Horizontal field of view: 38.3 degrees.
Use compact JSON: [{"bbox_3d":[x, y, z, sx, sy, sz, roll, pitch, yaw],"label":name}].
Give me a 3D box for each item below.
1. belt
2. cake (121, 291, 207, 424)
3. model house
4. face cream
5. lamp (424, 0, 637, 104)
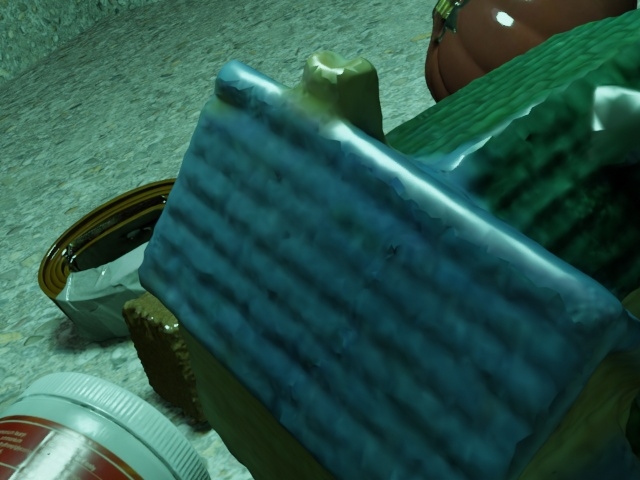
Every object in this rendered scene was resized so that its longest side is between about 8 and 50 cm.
[{"bbox_3d":[-0.244,0.025,1.226,0.261,0.105,0.184,-26,41,9],"label":"belt"},{"bbox_3d":[-0.119,0.101,1.015,0.147,0.134,0.135,-27,25,-29],"label":"cake"},{"bbox_3d":[0.131,0.029,0.605,0.382,0.343,0.334,-33,50,-25],"label":"model house"},{"bbox_3d":[-0.214,0.240,0.740,0.201,0.201,0.187,-5,31,32],"label":"face cream"},{"bbox_3d":[0.279,-0.269,1.224,0.303,0.257,0.303,-52,-1,-1],"label":"lamp"}]
